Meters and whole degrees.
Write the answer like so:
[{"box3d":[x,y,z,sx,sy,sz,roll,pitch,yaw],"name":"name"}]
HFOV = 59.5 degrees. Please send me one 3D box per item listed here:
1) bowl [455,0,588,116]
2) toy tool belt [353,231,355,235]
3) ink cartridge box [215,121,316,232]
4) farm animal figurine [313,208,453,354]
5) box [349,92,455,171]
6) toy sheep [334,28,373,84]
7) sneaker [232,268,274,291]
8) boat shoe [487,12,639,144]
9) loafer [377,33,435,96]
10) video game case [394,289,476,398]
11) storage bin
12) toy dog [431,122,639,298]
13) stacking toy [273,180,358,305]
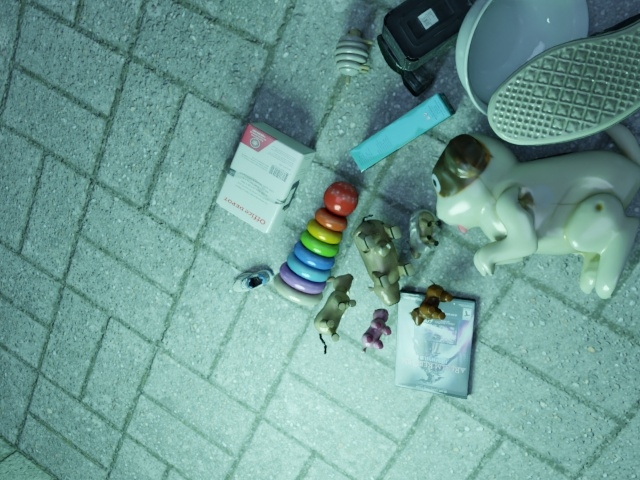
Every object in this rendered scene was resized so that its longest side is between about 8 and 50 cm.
[{"box3d":[0.389,-0.407,1.157,0.297,0.134,0.298,-11,121,-19],"name":"bowl"},{"box3d":[0.124,0.006,1.453,0.051,0.052,0.083,-27,98,-6],"name":"toy tool belt"},{"box3d":[-0.145,-0.166,1.474,0.172,0.100,0.237,31,112,11],"name":"ink cartridge box"},{"box3d":[0.137,0.094,1.371,0.330,0.172,0.327,-5,93,-13],"name":"farm animal figurine"},{"box3d":[0.193,-0.255,1.322,0.244,0.100,0.060,-31,92,25],"name":"box"},{"box3d":[0.075,-0.436,1.328,0.091,0.091,0.132,6,88,19],"name":"toy sheep"},{"box3d":[-0.202,0.118,1.595,0.135,0.058,0.052,-22,95,25],"name":"sneaker"},{"box3d":[0.568,-0.328,1.088,0.500,0.156,0.187,-27,88,11],"name":"boat shoe"},{"box3d":[0.197,-0.419,1.307,0.061,0.062,0.170,-37,92,2],"name":"loafer"},{"box3d":[0.296,0.272,1.466,0.196,0.026,0.274,6,105,19],"name":"video game case"},{"box3d":[0.236,-0.475,1.227,0.180,0.084,0.122,-33,91,5],"name":"storage bin"},{"box3d":[0.434,-0.094,1.181,0.407,0.284,0.396,19,102,16],"name":"toy dog"},{"box3d":[0.000,0.000,1.452,0.141,0.141,0.330,29,109,11],"name":"stacking toy"}]
